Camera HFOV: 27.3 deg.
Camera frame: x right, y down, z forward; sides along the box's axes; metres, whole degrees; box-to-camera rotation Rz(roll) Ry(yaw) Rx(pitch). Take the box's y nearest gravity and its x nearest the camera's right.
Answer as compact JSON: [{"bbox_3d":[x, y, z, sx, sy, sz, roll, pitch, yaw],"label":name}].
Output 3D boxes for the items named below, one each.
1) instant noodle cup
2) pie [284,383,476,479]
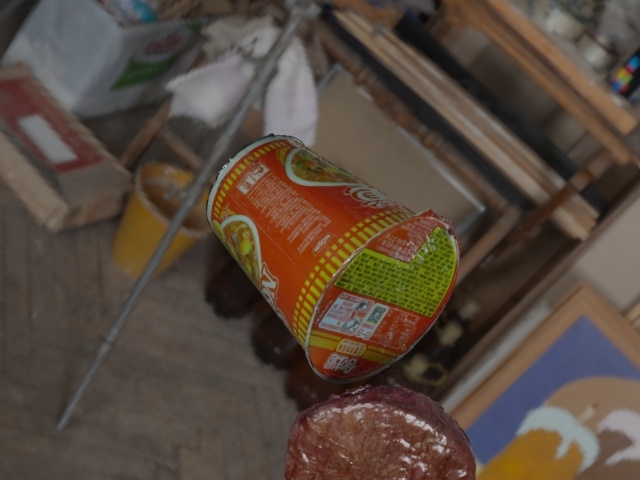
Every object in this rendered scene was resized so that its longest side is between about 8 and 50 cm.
[{"bbox_3d":[0.000,0.000,1.281,0.193,0.193,0.212,0,33,-46],"label":"instant noodle cup"},{"bbox_3d":[0.055,0.213,1.227,0.182,0.182,0.049,33,31,-12],"label":"pie"}]
